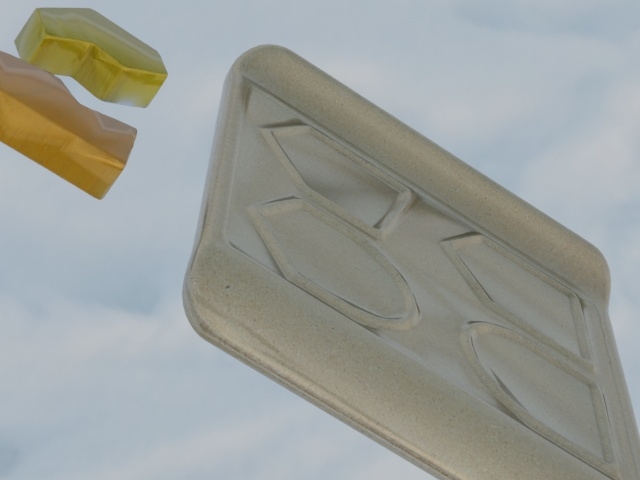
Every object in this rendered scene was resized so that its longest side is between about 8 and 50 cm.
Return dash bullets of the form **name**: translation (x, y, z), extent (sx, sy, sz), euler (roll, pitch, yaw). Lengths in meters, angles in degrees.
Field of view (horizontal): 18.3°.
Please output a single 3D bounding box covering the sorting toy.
- **sorting toy**: translation (0.000, 0.000, 0.816), extent (0.307, 0.041, 0.229), euler (32, 26, -12)
